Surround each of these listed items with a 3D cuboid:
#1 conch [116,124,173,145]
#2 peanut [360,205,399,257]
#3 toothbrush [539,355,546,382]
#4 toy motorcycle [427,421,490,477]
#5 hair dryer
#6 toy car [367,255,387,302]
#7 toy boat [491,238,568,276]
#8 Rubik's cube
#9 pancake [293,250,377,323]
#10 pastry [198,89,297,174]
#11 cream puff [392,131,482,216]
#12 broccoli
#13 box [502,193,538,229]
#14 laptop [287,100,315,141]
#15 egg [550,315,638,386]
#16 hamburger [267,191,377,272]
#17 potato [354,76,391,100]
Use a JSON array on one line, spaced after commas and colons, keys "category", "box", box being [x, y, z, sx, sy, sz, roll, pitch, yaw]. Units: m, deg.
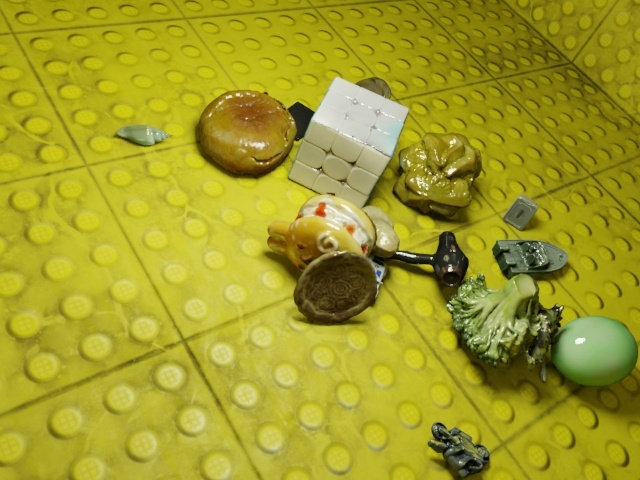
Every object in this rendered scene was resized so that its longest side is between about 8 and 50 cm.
[{"category": "conch", "box": [-0.574, -0.357, 1.997, 0.180, 0.065, 0.088, 5, 52, -11]}, {"category": "peanut", "box": [0.187, -0.024, 1.965, 0.125, 0.111, 0.274, 26, 21, -19]}, {"category": "toothbrush", "box": [0.716, 0.346, 1.981, 0.026, 0.022, 0.263, 13, 48, 3]}, {"category": "toy motorcycle", "box": [0.373, 0.572, 1.631, 0.193, 0.061, 0.124, 30, 40, -8]}, {"category": "hair dryer", "box": [0.309, 0.033, 2.022, 0.360, 0.120, 0.303, 8, 31, 2]}, {"category": "toy car", "box": [0.160, 0.114, 1.910, 0.080, 0.070, 0.170, 27, 48, 1]}, {"category": "toy boat", "box": [0.767, 0.058, 2.188, 0.320, 0.092, 0.141, -1, 55, -24]}, {"category": "Rubik's cube", "box": [0.099, -0.332, 2.098, 0.291, 0.291, 0.290, 25, 48, 0]}, {"category": "pancake", "box": [0.050, 0.139, 1.747, 0.250, 0.250, 0.031, 7, 25, -17]}, {"category": "pastry", "box": [-0.246, -0.376, 2.084, 0.356, 0.163, 0.355, 11, 53, -14]}, {"category": "cream puff", "box": [0.442, -0.241, 2.183, 0.324, 0.274, 0.269, 6, 41, -14]}, {"category": "broccoli", "box": [0.566, 0.246, 1.867, 0.335, 0.272, 0.323, 2, 72, -17]}, {"category": "box", "box": [0.762, -0.112, 2.311, 0.089, 0.122, 0.062, 33, 37, 6]}, {"category": "laptop", "box": [-0.087, -0.456, 2.312, 0.135, 0.016, 0.197, 36, 47, 10]}, {"category": "egg", "box": [0.854, 0.345, 1.903, 0.270, 0.220, 0.220, 2, 52, -15]}, {"category": "hamburger", "box": [0.000, 0.000, 1.817, 0.303, 0.261, 0.186, 31, 52, 9]}, {"category": "potato", "box": [0.179, -0.557, 2.411, 0.165, 0.165, 0.262, 44, 46, 15]}]
